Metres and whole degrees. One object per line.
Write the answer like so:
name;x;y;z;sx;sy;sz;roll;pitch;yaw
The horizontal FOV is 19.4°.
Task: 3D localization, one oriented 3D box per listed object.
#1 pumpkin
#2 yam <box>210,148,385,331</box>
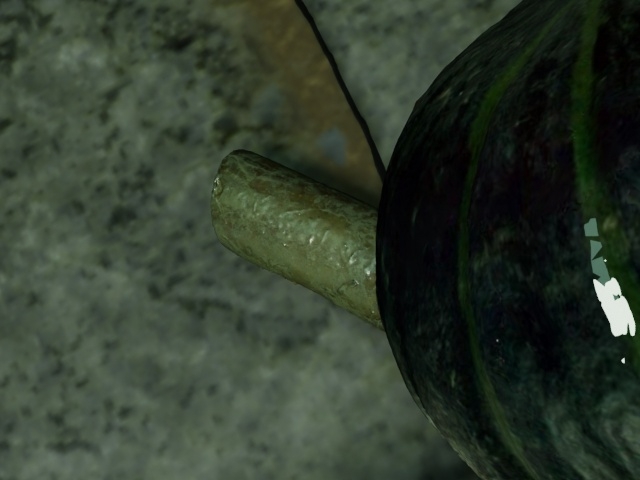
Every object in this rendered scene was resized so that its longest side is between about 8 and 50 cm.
pumpkin;0.139;-0.006;0.612;0.250;0.216;0.250;-31;34;24
yam;0.000;0.000;0.738;0.094;0.043;0.043;25;79;23
